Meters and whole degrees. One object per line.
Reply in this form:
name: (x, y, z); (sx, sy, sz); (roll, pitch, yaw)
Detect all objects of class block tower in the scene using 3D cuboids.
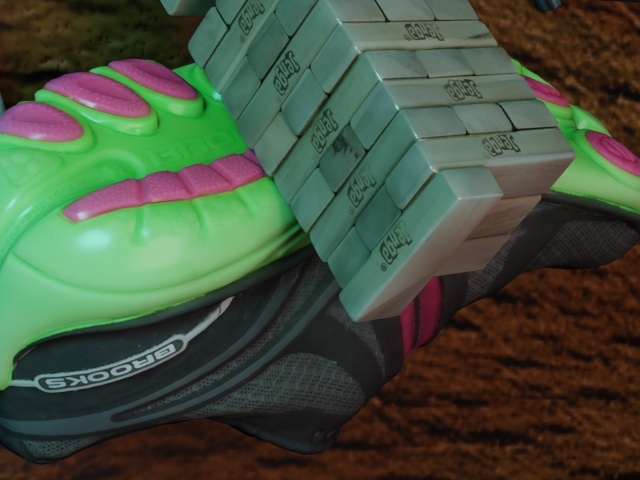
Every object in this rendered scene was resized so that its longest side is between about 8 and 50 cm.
block tower: (-0.011, -0.123, 0.876); (0.097, 0.335, 0.091); (-7, 146, -40)

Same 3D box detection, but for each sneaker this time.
sneaker: (0.000, 0.000, 1.009); (0.483, 0.185, 0.202); (-9, 133, -41)

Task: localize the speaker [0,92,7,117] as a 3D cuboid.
speaker: (-0.187, -0.089, 0.886); (0.055, 0.055, 0.136); (-30, 116, -32)

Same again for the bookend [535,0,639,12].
bookend: (0.218, -0.212, 1.130); (0.157, 0.156, 0.072); (-47, 124, -22)
